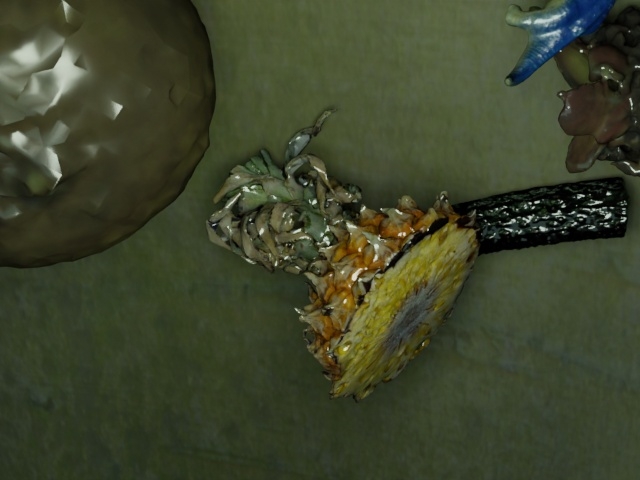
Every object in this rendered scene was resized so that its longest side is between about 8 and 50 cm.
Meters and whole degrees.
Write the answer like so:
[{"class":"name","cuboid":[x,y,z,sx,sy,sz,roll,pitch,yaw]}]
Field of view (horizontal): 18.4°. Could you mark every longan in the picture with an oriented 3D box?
[{"class":"longan","cuboid":[-0.305,-0.160,2.041,0.391,0.391,0.391,6,128,7]}]

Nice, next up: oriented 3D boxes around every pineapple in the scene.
[{"class":"pineapple","cuboid":[0.000,0.000,2.193,0.272,0.262,0.262,38,134,25]}]

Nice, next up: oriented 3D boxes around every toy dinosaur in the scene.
[{"class":"toy dinosaur","cuboid":[0.287,-0.242,1.983,0.188,0.247,0.075,6,147,32]}]

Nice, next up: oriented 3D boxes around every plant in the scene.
[{"class":"plant","cuboid":[0.347,-0.142,2.044,0.234,0.204,0.178,-2,118,0]}]

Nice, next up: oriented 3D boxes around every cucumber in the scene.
[{"class":"cucumber","cuboid":[0.208,-0.017,2.242,0.300,0.072,0.072,-9,125,18]}]
